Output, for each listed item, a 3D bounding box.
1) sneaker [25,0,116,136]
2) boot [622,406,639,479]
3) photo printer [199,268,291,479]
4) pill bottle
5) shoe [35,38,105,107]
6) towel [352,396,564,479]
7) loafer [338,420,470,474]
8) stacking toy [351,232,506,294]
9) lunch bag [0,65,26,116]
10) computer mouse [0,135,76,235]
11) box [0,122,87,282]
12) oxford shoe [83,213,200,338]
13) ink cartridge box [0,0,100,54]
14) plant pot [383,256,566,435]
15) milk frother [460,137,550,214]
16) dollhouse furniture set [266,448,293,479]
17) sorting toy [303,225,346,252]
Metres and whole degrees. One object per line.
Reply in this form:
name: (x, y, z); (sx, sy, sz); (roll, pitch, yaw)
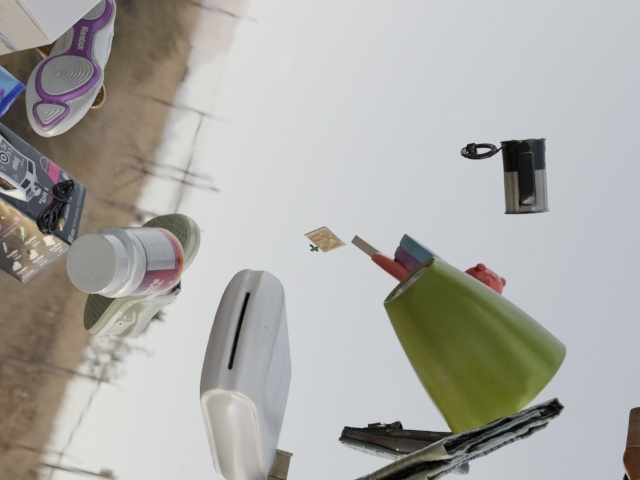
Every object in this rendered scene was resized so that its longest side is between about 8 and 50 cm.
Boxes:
sneaker: (-0.413, -0.281, 1.869); (0.152, 0.114, 0.305); (108, -4, -56)
boot: (0.406, 0.304, 1.346); (0.073, 0.197, 0.152); (-5, -118, 30)
photo printer: (-0.118, 0.216, 1.786); (0.307, 0.107, 0.256); (87, 11, -51)
pill bottle: (-0.335, 0.036, 1.895); (0.121, 0.121, 0.221); (-68, 161, 9)
shoe: (-0.512, -0.360, 2.253); (0.076, 0.219, 0.058); (-40, 175, 4)
towel: (0.190, 0.350, 1.729); (0.324, 0.312, 0.056); (-37, -110, 43)
loafer: (0.172, 0.399, 2.187); (0.096, 0.267, 0.084); (61, 43, -67)
stacking toy: (0.243, 0.049, 2.419); (0.130, 0.309, 0.279); (-55, -142, 4)
lunch bag: (-0.583, -0.166, 1.485); (0.138, 0.221, 0.293); (-36, -160, 45)
computer mouse: (-0.423, -0.089, 1.509); (0.042, 0.193, 0.106); (-25, -139, 30)
box: (-0.555, -0.081, 1.880); (0.143, 0.270, 0.165); (-32, -142, 26)
oxford shoe: (-0.346, 0.080, 2.259); (0.449, 0.130, 0.169); (-40, -138, 45)
ink cartridge box: (-0.395, -0.356, 1.417); (0.233, 0.168, 0.171); (3, -134, 49)
plant pot: (0.266, 0.182, 2.091); (0.275, 0.293, 0.275); (-42, -177, 2)
milk frother: (0.333, -0.113, 1.976); (0.129, 0.143, 0.134); (-13, 100, -65)
dollhouse furniture set: (-0.113, 0.418, 1.794); (0.101, 0.161, 0.182); (-19, -125, 53)
sorting toy: (0.000, 0.000, 2.000); (0.083, 0.062, 0.012); (-22, -140, 45)
